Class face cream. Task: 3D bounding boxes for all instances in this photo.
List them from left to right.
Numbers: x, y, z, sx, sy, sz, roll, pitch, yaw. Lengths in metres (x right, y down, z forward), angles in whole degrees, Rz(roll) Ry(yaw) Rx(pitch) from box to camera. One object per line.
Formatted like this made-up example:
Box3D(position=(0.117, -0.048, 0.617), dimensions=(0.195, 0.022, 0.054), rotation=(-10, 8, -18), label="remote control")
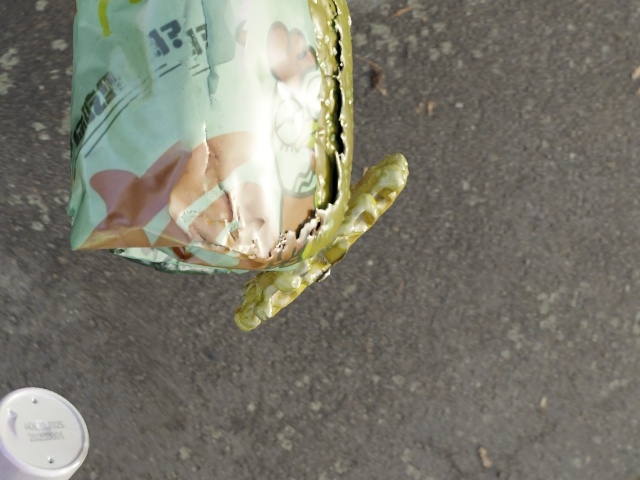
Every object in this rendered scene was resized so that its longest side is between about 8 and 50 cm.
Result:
Box3D(position=(-0.354, 0.281, 0.987), dimensions=(0.102, 0.102, 0.345), rotation=(23, 126, -28), label="face cream")

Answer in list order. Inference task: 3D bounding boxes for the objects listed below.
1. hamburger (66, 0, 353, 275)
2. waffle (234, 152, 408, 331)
Box3D(position=(-0.043, -0.080, 0.574), dimensions=(0.235, 0.125, 0.214), rotation=(16, 86, -56), label="hamburger")
Box3D(position=(0.003, 0.003, 1.295), dimensions=(0.312, 0.307, 0.060), rotation=(-43, 92, -5), label="waffle")
